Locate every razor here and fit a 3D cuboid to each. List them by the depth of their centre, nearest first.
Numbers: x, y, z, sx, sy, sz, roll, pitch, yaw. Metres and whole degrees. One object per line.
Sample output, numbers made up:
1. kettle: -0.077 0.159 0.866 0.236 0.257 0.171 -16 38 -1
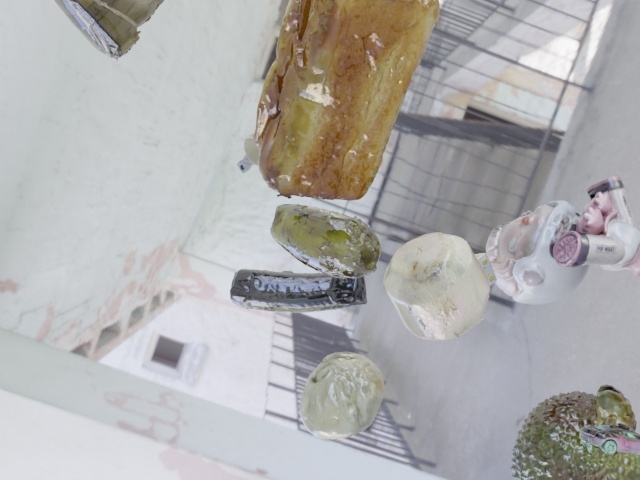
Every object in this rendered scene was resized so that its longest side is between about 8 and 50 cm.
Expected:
1. razor: -0.051 0.123 1.537 0.189 0.326 0.107 37 -128 -79

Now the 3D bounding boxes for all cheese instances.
1. cheese: -0.162 -0.224 1.571 0.171 0.092 0.047 -5 19 45

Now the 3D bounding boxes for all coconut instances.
1. coconut: 0.197 0.087 1.033 0.170 0.183 0.171 -24 30 15

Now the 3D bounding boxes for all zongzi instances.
1. zongzi: -0.385 -0.465 1.161 0.197 0.099 0.194 -49 -35 -6

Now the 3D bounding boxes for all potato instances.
1. potato: 0.000 0.000 1.144 0.149 0.251 0.113 30 -103 -52

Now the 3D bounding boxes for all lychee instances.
1. lychee: 0.553 0.457 1.347 0.319 0.270 0.270 -30 32 41

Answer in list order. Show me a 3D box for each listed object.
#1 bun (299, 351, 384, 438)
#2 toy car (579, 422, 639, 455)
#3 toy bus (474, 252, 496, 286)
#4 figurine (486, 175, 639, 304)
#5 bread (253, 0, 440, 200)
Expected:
1. bun: 0.033 0.287 1.206 0.183 0.102 0.183 -24 37 20
2. toy car: 0.520 0.346 1.085 0.069 0.142 0.055 167 114 -78
3. toy bus: 0.270 0.103 1.283 0.226 0.081 0.074 -27 9 -38
4. figurine: 0.525 0.027 1.393 0.253 0.211 0.361 -33 3 -30
5. bread: 0.022 -0.223 0.872 0.149 0.195 0.344 -112 35 -47
